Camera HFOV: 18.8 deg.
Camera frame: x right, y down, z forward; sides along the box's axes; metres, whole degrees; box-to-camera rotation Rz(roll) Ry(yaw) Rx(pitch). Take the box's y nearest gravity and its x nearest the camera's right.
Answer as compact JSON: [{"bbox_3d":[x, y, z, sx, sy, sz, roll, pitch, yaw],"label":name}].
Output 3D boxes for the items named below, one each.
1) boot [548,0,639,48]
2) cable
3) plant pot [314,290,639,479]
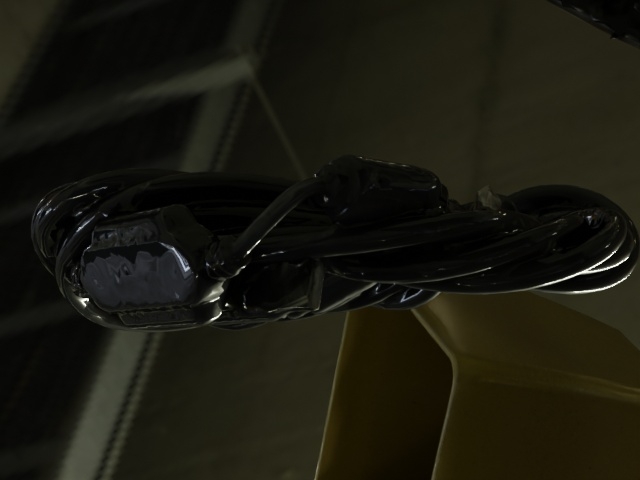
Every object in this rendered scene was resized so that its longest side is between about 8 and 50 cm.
[{"bbox_3d":[0.161,-0.101,0.380,0.263,0.091,0.229,22,-119,40],"label":"boot"},{"bbox_3d":[0.000,0.000,0.553,0.151,0.047,0.184,-4,176,-29],"label":"cable"},{"bbox_3d":[0.123,0.140,1.273,0.187,0.212,0.212,4,-161,-17],"label":"plant pot"}]
